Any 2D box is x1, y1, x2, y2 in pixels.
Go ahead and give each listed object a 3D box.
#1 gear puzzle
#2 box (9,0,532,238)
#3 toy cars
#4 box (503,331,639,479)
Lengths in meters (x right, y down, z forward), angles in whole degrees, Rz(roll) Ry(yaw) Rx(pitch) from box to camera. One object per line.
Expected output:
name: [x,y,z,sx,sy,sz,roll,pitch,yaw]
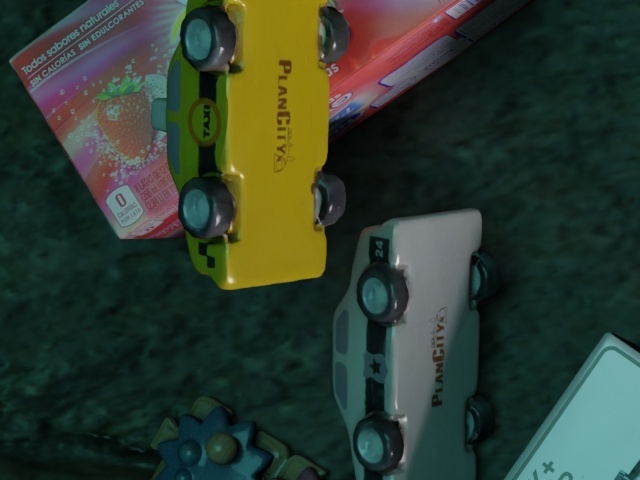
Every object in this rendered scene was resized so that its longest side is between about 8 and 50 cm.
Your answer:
gear puzzle: [-0.109,0.279,1.227,0.175,0.044,0.339,31,93,21]
box: [-0.025,-0.138,1.193,0.300,0.154,0.142,-35,81,13]
toy cars: [0.000,0.000,1.108,0.087,0.393,0.176,10,54,45]
box: [0.245,0.204,1.087,0.290,0.087,0.169,37,95,21]
